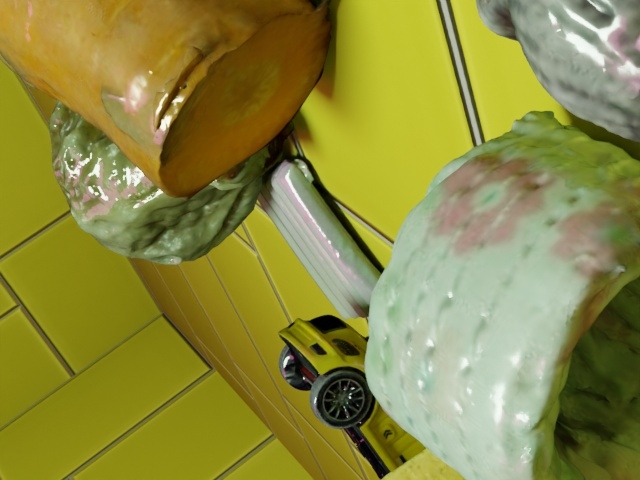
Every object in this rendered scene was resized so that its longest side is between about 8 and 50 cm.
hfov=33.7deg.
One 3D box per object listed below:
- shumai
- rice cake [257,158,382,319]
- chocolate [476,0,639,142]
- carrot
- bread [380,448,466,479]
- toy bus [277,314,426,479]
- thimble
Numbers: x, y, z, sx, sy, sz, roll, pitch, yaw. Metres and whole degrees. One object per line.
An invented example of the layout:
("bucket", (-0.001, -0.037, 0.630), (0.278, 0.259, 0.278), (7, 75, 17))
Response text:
("shumai", (-0.138, -0.066, 1.065), (0.222, 0.225, 0.260), (42, 146, 43))
("rice cake", (0.000, 0.000, 1.156), (0.198, 0.037, 0.189), (56, 166, -7))
("chocolate", (0.159, -0.063, 0.383), (0.248, 0.110, 0.110), (43, 162, 26))
("carrot", (-0.163, -0.205, 0.852), (0.341, 0.224, 0.224), (42, 163, 18))
("bread", (0.131, 0.245, 0.863), (0.167, 0.264, 0.163), (54, 165, 22))
("toy bus", (0.095, 0.200, 1.094), (0.331, 0.151, 0.145), (57, 172, -18))
("thimble", (0.131, 0.043, 0.582), (0.149, 0.185, 0.211), (33, 121, 50))
